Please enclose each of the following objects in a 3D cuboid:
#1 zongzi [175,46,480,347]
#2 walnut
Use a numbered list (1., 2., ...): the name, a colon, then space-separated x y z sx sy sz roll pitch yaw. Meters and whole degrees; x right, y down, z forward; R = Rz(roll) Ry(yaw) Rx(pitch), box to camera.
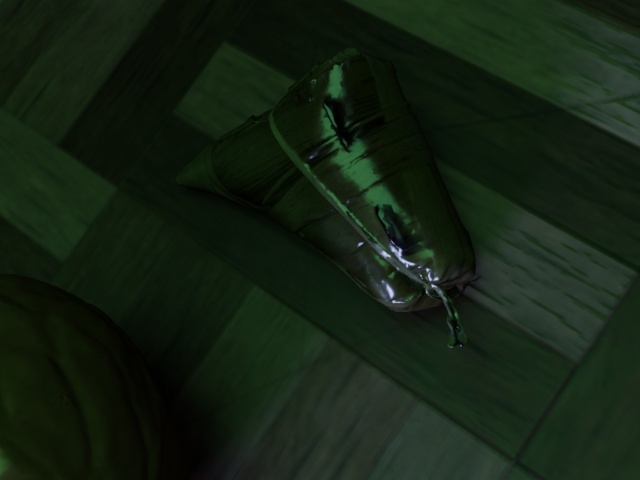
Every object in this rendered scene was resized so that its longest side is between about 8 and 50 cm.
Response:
1. zongzi: 0.000 0.000 0.567 0.178 0.081 0.189 -28 80 30
2. walnut: -0.180 0.128 0.496 0.228 0.228 0.227 -5 72 16
